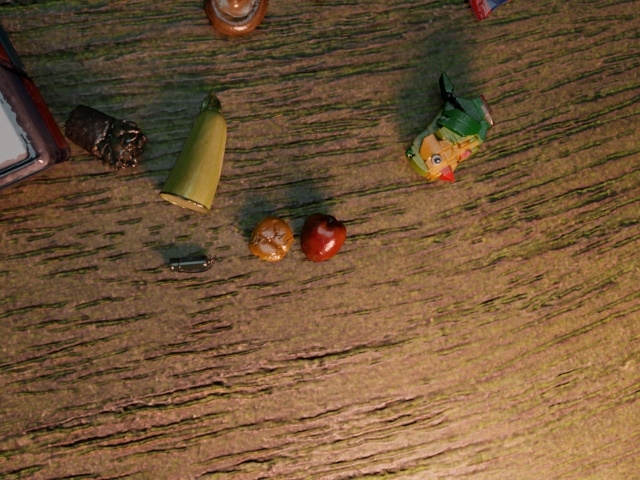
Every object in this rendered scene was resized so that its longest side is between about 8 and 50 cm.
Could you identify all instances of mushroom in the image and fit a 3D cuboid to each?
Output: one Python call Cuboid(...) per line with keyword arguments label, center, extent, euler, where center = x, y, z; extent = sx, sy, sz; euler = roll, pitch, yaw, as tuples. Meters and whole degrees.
Cuboid(label="mushroom", center=(-0.155, -0.438, 1.252), extent=(0.126, 0.085, 0.109), euler=(-43, 127, -10))

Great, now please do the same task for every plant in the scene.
Cuboid(label="plant", center=(-0.374, -0.178, 1.203), extent=(0.143, 0.092, 0.094), euler=(25, 76, 3))

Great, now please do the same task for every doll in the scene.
Cuboid(label="doll", center=(0.236, -0.201, 1.275), extent=(0.134, 0.106, 0.186), euler=(32, 83, 2))

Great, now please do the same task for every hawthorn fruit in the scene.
Cuboid(label="hawthorn fruit", center=(0.000, 0.000, 1.251), extent=(0.081, 0.081, 0.093), euler=(22, 113, -6))

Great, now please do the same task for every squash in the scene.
Cuboid(label="squash", center=(-0.217, -0.165, 1.231), extent=(0.094, 0.094, 0.224), euler=(14, 78, -6))

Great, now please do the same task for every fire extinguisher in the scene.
Cuboid(label="fire extinguisher", center=(-0.230, 0.043, 1.240), extent=(0.083, 0.025, 0.038), euler=(-6, 125, -8))

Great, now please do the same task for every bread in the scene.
Cuboid(label="bread", center=(-0.091, -0.001, 1.249), extent=(0.083, 0.046, 0.081), euler=(-33, 88, -7))

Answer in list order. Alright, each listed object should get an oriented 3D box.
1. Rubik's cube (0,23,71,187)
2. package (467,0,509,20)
Cuboid(label="Rubik's cube", center=(-0.606, -0.195, 1.035), extent=(0.316, 0.318, 0.313), euler=(-28, 103, -10))
Cuboid(label="package", center=(0.372, -0.513, 1.356), extent=(0.200, 0.022, 0.083), euler=(-31, 91, -10))
